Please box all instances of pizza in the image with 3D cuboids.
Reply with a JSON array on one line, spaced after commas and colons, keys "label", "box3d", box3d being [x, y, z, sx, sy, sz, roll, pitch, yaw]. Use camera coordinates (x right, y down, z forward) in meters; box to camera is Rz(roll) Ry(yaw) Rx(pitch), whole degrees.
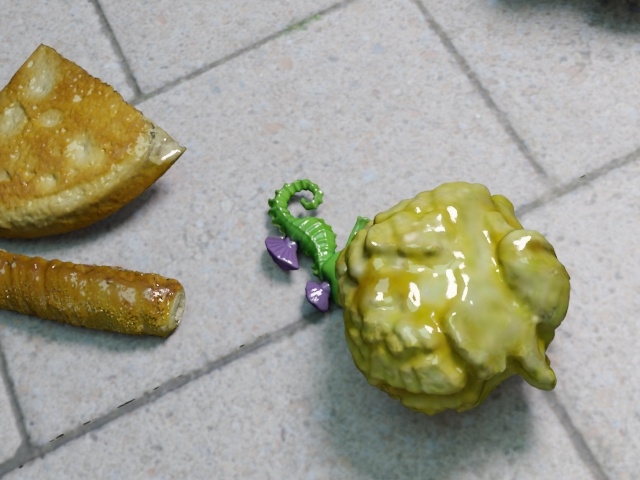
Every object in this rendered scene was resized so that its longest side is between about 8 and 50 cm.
[{"label": "pizza", "box3d": [-0.333, -0.081, 1.338, 0.258, 0.087, 0.268, 38, 85, 31]}]

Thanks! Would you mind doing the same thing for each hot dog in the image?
[{"label": "hot dog", "box3d": [-0.297, 0.056, 1.269, 0.289, 0.068, 0.083, 8, 70, 15]}]

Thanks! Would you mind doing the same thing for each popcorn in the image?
[{"label": "popcorn", "box3d": [0.126, 0.057, 1.101, 0.255, 0.195, 0.256, 14, 44, 14]}]

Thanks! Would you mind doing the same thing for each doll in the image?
[{"label": "doll", "box3d": [0.000, 0.000, 1.246, 0.115, 0.050, 0.190, -40, 59, -6]}]
